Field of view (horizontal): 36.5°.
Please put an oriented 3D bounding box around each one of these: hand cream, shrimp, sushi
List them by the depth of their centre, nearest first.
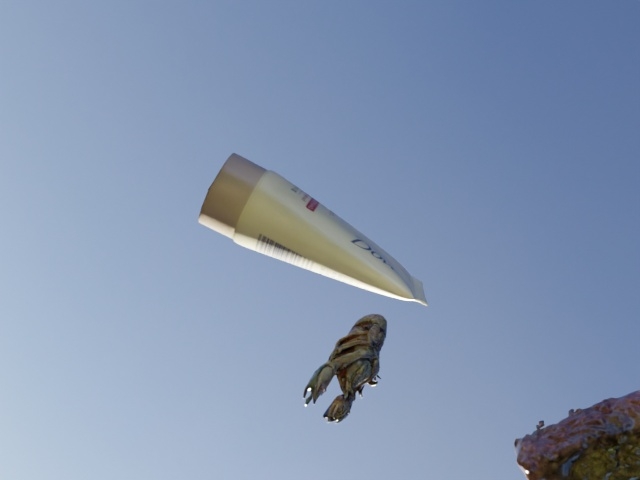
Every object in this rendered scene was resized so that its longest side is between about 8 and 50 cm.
[{"bbox_3d":[0.019,0.083,0.610,0.029,0.092,0.038,-8,-65,42],"label":"shrimp"},{"bbox_3d":[0.000,0.000,0.997,0.083,0.247,0.133,-63,-178,10],"label":"hand cream"},{"bbox_3d":[0.351,0.237,1.097,0.161,0.241,0.107,-60,-165,10],"label":"sushi"}]
